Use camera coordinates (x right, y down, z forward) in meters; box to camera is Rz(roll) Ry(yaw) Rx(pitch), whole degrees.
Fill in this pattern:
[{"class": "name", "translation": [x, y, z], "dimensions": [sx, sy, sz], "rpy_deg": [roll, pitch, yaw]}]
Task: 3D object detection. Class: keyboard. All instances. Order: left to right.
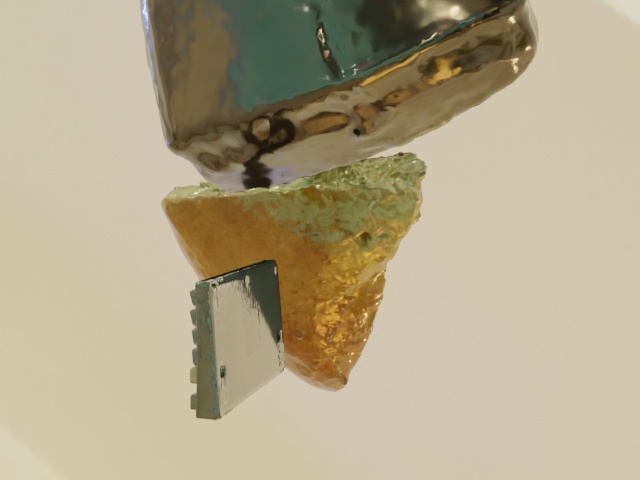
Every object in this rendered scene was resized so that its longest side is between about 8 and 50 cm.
[{"class": "keyboard", "translation": [-0.034, 0.040, 0.767], "dimensions": [0.014, 0.176, 0.055], "rpy_deg": [-1, -88, 7]}]

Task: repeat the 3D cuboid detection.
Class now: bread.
[{"class": "bread", "translation": [-0.025, 0.003, 0.979], "dimensions": [0.136, 0.054, 0.154], "rpy_deg": [22, -67, 0]}]

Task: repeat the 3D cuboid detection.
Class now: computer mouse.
[{"class": "computer mouse", "translation": [-0.003, -0.155, 0.792], "dimensions": [0.170, 0.269, 0.100], "rpy_deg": [-24, -43, 18]}]
